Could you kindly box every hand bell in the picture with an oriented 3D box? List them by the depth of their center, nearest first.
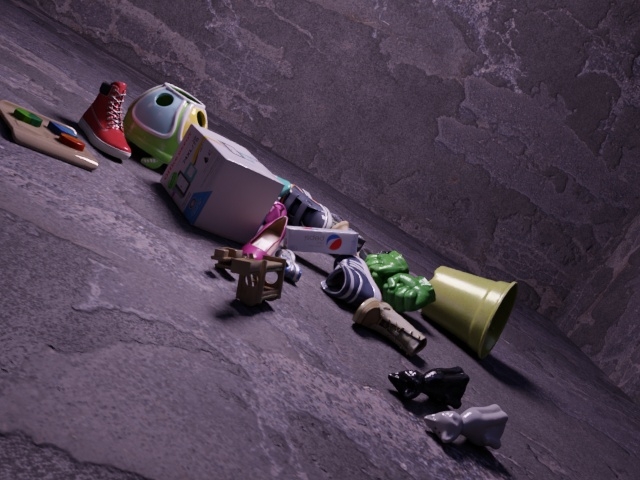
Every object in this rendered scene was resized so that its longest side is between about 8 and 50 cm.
[{"bbox_3d":[0.119,0.063,2.250,0.242,0.126,0.126,50,17,18],"label":"hand bell"}]

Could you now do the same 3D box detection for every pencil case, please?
[{"bbox_3d":[-0.200,-0.131,2.166,0.209,0.095,0.098,39,-22,38],"label":"pencil case"}]

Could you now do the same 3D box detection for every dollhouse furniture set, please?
[{"bbox_3d":[-0.187,0.078,1.411,0.161,0.101,0.182,10,4,20],"label":"dollhouse furniture set"}]

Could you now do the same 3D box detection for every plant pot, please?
[{"bbox_3d":[0.480,0.213,2.196,0.254,0.276,0.276,26,7,26],"label":"plant pot"}]

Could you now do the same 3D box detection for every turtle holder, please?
[{"bbox_3d":[-0.444,-0.328,1.987,0.243,0.227,0.320,20,17,-49],"label":"turtle holder"}]

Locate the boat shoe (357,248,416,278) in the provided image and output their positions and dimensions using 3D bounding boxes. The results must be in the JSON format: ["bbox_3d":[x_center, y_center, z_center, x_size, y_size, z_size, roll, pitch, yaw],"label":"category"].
[{"bbox_3d":[0.236,0.093,2.328,0.127,0.113,0.340,27,13,-26],"label":"boat shoe"}]

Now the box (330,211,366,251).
[{"bbox_3d":[0.019,-0.063,2.540,0.270,0.060,0.216,20,17,-45],"label":"box"}]

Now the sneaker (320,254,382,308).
[{"bbox_3d":[0.063,0.096,1.898,0.153,0.099,0.282,28,15,-29],"label":"sneaker"}]

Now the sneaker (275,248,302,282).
[{"bbox_3d":[-0.097,0.057,1.753,0.058,0.052,0.135,20,16,-33],"label":"sneaker"}]

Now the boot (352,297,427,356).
[{"bbox_3d":[0.185,0.230,1.723,0.165,0.077,0.213,41,11,27],"label":"boot"}]

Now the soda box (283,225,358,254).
[{"bbox_3d":[0.000,0.000,1.981,0.216,0.069,0.074,5,7,-14],"label":"soda box"}]

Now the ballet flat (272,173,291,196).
[{"bbox_3d":[-0.201,-0.204,2.348,0.247,0.083,0.087,12,-31,54],"label":"ballet flat"}]

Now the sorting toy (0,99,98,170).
[{"bbox_3d":[-0.693,-0.276,1.573,0.307,0.041,0.229,22,15,-43],"label":"sorting toy"}]

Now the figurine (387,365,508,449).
[{"bbox_3d":[0.271,0.358,1.424,0.209,0.092,0.215,12,22,-39],"label":"figurine"}]

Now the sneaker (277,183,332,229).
[{"bbox_3d":[-0.073,-0.105,2.313,0.127,0.126,0.321,23,13,-31],"label":"sneaker"}]

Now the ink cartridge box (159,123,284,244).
[{"bbox_3d":[-0.273,-0.155,1.796,0.197,0.198,0.270,22,15,-40],"label":"ink cartridge box"}]

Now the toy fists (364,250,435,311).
[{"bbox_3d":[0.237,0.129,2.109,0.142,0.096,0.279,-22,41,-19],"label":"toy fists"}]

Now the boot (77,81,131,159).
[{"bbox_3d":[-0.573,-0.343,1.841,0.244,0.176,0.088,42,13,35],"label":"boot"}]

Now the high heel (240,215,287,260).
[{"bbox_3d":[-0.137,0.000,1.711,0.082,0.117,0.244,34,11,5],"label":"high heel"}]
